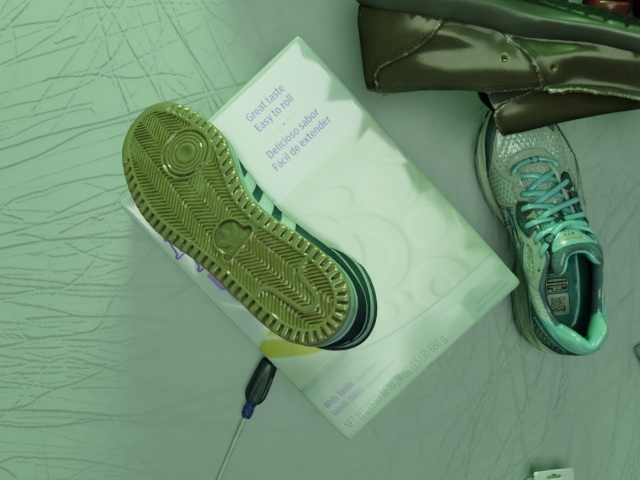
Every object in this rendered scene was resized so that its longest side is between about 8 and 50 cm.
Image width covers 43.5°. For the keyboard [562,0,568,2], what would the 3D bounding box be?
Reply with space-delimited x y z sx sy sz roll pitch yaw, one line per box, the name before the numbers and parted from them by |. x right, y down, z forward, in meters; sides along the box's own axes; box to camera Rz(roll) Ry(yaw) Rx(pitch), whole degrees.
keyboard | 0.164 -0.261 0.807 0.180 0.023 0.108 37 107 -27

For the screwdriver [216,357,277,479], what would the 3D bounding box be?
screwdriver | -0.087 0.205 0.870 0.024 0.025 0.170 23 93 -7

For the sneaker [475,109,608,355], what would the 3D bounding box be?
sneaker | 0.243 -0.016 0.822 0.110 0.122 0.283 -16 94 -2

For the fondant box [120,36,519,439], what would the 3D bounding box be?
fondant box | 0.000 0.000 0.820 0.238 0.096 0.330 -43 97 1

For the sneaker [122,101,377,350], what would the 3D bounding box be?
sneaker | -0.059 -0.004 0.729 0.099 0.153 0.282 -46 67 4

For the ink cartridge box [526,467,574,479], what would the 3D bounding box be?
ink cartridge box | 0.261 0.294 0.905 0.048 0.028 0.083 -5 97 -4

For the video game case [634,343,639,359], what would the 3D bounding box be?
video game case | 0.475 0.162 0.912 0.173 0.022 0.190 -29 98 -1

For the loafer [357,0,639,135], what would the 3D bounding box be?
loafer | 0.205 -0.167 0.778 0.366 0.134 0.130 12 114 -1

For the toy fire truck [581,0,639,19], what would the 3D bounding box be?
toy fire truck | 0.367 -0.329 0.793 0.302 0.169 0.254 3 114 -4
